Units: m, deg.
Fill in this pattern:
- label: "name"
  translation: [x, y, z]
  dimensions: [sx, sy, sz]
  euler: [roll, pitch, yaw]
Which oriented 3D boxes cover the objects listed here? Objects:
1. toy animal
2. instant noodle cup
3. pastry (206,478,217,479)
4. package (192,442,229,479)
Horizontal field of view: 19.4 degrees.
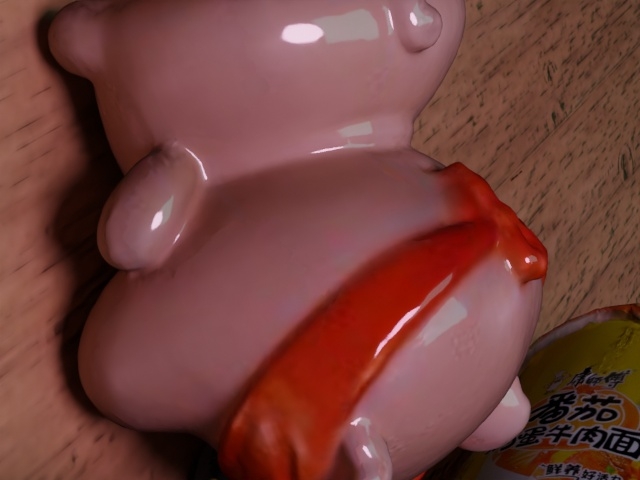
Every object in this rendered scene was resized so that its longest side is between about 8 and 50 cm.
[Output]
- label: "toy animal"
  translation: [0.000, 0.000, 0.649]
  dimensions: [0.171, 0.171, 0.197]
  euler: [-3, 79, -63]
- label: "instant noodle cup"
  translation: [0.134, 0.149, 0.844]
  dimensions: [0.153, 0.205, 0.205]
  euler: [-36, 116, -48]
- label: "pastry"
  translation: [-0.061, 0.166, 0.531]
  dimensions: [0.189, 0.103, 0.188]
  euler: [27, 59, -58]
- label: "package"
  translation: [-0.041, 0.105, 0.683]
  dimensions: [0.037, 0.015, 0.110]
  euler: [60, 36, -39]
